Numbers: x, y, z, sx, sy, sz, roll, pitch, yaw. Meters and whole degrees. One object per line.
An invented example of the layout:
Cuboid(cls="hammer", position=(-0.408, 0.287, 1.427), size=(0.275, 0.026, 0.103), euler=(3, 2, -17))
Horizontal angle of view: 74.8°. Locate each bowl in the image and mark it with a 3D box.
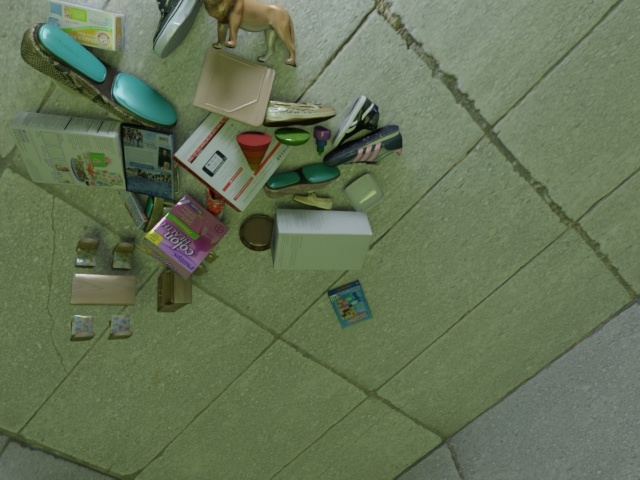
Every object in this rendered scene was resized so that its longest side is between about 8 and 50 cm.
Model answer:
Cuboid(cls="bowl", position=(0.180, -0.201, 1.732), size=(0.142, 0.053, 0.142), euler=(-34, 115, 11))

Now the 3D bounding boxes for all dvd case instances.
Cuboid(cls="dvd case", position=(-0.609, -0.276, 1.483), size=(0.180, 0.022, 0.253), euler=(11, 120, 2))

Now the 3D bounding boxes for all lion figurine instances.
Cuboid(cls="lion figurine", position=(-0.218, -0.727, 1.360), size=(0.392, 0.142, 0.241), euler=(0, 105, -42))

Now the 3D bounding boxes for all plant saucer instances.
Cuboid(cls="plant saucer", position=(-0.260, -0.033, 1.778), size=(0.168, 0.029, 0.169), euler=(-3, 116, -6))

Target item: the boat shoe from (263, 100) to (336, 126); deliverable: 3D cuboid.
Cuboid(cls="boat shoe", position=(-0.075, -0.469, 1.513), size=(0.285, 0.104, 0.090), euler=(-11, 92, -26))

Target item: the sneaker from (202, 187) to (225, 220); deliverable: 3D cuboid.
Cuboid(cls="sneaker", position=(-0.413, -0.158, 1.629), size=(0.090, 0.145, 0.270), euler=(14, 115, -14))

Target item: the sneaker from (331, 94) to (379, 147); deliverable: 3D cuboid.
Cuboid(cls="sneaker", position=(0.146, -0.427, 1.598), size=(0.121, 0.079, 0.217), euler=(28, 110, -19))

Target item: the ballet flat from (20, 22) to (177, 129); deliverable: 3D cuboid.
Cuboid(cls="ballet flat", position=(-0.724, -0.504, 1.390), size=(0.181, 0.164, 0.482), euler=(-19, 147, 36))

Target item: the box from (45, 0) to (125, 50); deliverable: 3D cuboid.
Cuboid(cls="box", position=(-0.746, -0.686, 1.340), size=(0.203, 0.103, 0.114), euler=(7, 115, -11))

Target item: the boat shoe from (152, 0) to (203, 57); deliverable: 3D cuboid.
Cuboid(cls="boat shoe", position=(-0.464, -0.758, 1.345), size=(0.119, 0.121, 0.335), euler=(32, 98, -13))

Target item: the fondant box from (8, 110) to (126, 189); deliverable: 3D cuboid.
Cuboid(cls="fondant box", position=(-0.865, -0.311, 1.482), size=(0.329, 0.096, 0.238), euler=(5, 138, -8))

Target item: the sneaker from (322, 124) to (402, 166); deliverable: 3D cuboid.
Cuboid(cls="sneaker", position=(0.172, -0.331, 1.635), size=(0.318, 0.112, 0.131), euler=(-20, 124, 8))

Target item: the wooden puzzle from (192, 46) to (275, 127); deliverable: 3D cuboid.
Cuboid(cls="wooden puzzle", position=(-0.292, -0.518, 1.429), size=(0.238, 0.044, 0.221), euler=(14, 81, -13))

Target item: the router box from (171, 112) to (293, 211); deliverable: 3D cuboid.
Cuboid(cls="router box", position=(-0.304, -0.323, 1.508), size=(0.301, 0.082, 0.336), euler=(42, 76, -23))

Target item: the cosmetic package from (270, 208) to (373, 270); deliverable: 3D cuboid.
Cuboid(cls="cosmetic package", position=(0.000, 0.000, 1.717), size=(0.384, 0.156, 0.217), euler=(2, 133, -15))

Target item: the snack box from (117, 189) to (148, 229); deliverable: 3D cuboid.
Cuboid(cls="snack box", position=(-0.722, -0.133, 1.609), size=(0.064, 0.022, 0.178), euler=(-35, 81, 31))

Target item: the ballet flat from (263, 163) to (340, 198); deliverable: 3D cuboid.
Cuboid(cls="ballet flat", position=(-0.076, -0.230, 1.656), size=(0.315, 0.108, 0.106), euler=(-11, 150, -17))

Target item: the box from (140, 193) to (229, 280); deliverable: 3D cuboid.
Cuboid(cls="box", position=(-0.516, -0.013, 1.607), size=(0.213, 0.243, 0.117), euler=(40, 147, -10))

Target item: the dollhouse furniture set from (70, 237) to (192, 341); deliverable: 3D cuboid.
Cuboid(cls="dollhouse furniture set", position=(-0.730, 0.183, 1.616), size=(0.393, 0.363, 0.256), euler=(7, 158, -35))

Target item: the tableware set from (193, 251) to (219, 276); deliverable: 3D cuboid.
Cuboid(cls="tableware set", position=(-0.535, 0.074, 1.804), size=(0.141, 0.020, 0.169), euler=(-38, 116, 14))

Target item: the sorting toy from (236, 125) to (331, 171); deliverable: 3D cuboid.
Cuboid(cls="sorting toy", position=(-0.126, -0.328, 1.513), size=(0.365, 0.127, 0.126), euler=(-15, 130, -29))

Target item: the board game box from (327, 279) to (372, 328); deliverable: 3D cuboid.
Cuboid(cls="board game box", position=(0.142, 0.306, 1.991), size=(0.160, 0.047, 0.210), euler=(-20, 117, 3))

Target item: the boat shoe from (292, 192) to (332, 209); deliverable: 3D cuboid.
Cuboid(cls="boat shoe", position=(-0.030, -0.169, 1.725), size=(0.169, 0.063, 0.059), euler=(12, 92, -12))

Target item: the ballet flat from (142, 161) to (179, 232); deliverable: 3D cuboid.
Cuboid(cls="ballet flat", position=(-0.611, -0.176, 1.620), size=(0.123, 0.123, 0.349), euler=(14, 114, -14))
